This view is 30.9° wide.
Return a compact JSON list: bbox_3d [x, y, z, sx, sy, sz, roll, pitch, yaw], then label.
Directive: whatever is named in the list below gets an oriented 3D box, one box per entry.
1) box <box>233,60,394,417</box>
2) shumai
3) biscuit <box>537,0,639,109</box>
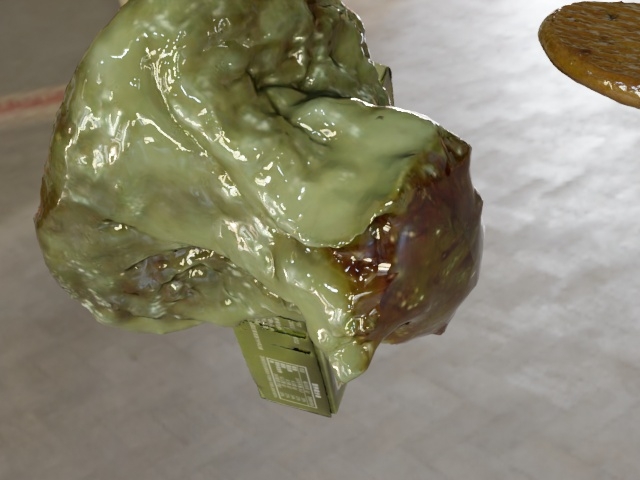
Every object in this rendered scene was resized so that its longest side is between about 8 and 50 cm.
[{"bbox_3d":[0.000,0.000,1.677,0.138,0.420,0.372,14,60,15],"label":"box"},{"bbox_3d":[-0.026,-0.027,0.997,0.323,0.397,0.324,35,47,24],"label":"shumai"},{"bbox_3d":[0.303,-0.168,1.063,0.212,0.036,0.212,6,34,-4],"label":"biscuit"}]
